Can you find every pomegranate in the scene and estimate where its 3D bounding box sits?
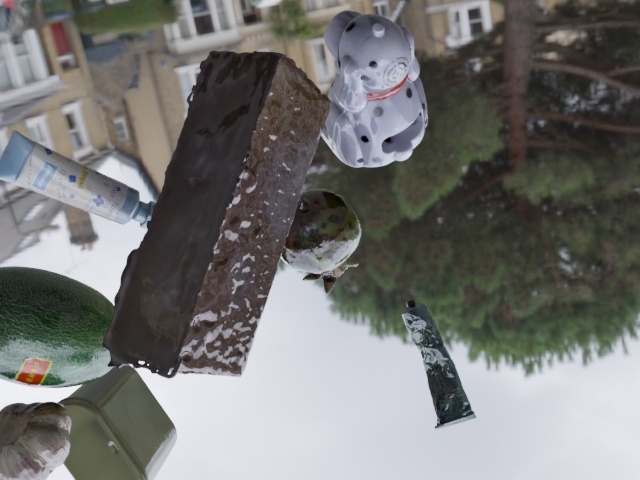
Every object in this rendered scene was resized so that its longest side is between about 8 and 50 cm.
[{"bbox_3d":[-0.006,-0.003,1.383,0.149,0.169,0.148,2,-128,-3],"label":"pomegranate"}]

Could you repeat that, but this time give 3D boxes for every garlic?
[{"bbox_3d":[-0.450,0.313,1.293,0.159,0.102,0.147,-27,-141,-4],"label":"garlic"}]

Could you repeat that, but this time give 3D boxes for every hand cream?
[{"bbox_3d":[0.212,0.228,1.599,0.075,0.247,0.052,-31,158,36],"label":"hand cream"},{"bbox_3d":[-0.259,-0.059,0.912,0.171,0.065,0.043,25,-151,-23],"label":"hand cream"}]

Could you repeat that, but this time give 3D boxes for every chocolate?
[{"bbox_3d":[-0.092,-0.016,0.817,0.112,0.321,0.112,12,170,39],"label":"chocolate"}]

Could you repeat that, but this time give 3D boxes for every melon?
[{"bbox_3d":[-0.446,0.132,1.306,0.288,0.182,0.182,20,-172,-21],"label":"melon"}]

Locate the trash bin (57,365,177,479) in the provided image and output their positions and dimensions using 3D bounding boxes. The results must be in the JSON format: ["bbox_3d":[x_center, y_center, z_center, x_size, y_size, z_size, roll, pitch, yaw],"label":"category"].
[{"bbox_3d":[-0.397,0.373,1.648,0.121,0.243,0.247,-32,-173,11],"label":"trash bin"}]

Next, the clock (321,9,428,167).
[{"bbox_3d":[0.081,-0.256,1.339,0.189,0.254,0.188,-3,-121,6],"label":"clock"}]
